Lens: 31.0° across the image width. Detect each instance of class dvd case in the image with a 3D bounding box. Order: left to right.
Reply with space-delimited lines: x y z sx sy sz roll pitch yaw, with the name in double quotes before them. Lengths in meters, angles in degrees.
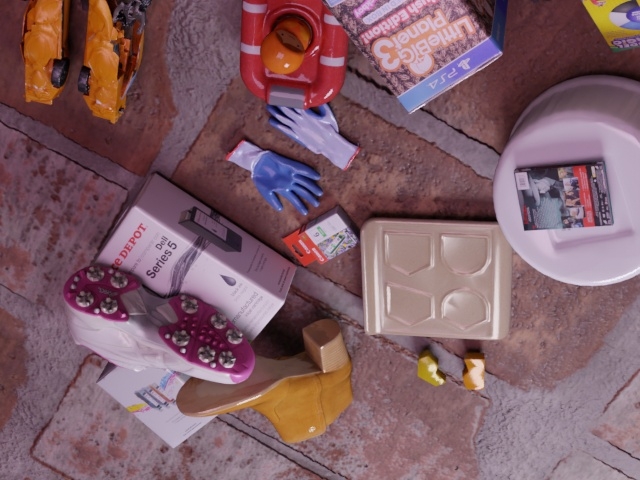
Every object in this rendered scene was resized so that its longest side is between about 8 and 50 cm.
"dvd case" 0.316 -0.057 1.501 0.119 0.013 0.087 -5 109 27

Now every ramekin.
"ramekin" 0.367 -0.073 1.557 0.277 0.135 0.277 11 116 22

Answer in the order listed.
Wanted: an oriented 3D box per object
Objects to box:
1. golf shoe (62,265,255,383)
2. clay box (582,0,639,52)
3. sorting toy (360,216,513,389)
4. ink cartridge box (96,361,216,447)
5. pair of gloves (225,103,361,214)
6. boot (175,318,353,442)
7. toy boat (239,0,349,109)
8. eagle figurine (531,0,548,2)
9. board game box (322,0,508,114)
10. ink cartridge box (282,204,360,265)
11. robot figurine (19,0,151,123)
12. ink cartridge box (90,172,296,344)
"golf shoe" -0.246 0.148 1.747 0.306 0.115 0.140 25 135 4
"clay box" 0.401 -0.298 1.424 0.127 0.053 0.222 -8 159 27
"sorting toy" 0.181 0.097 1.800 0.229 0.041 0.307 0 121 6
"ink cartridge box" -0.251 0.222 1.906 0.176 0.128 0.127 44 119 -14
"pair of gloves" -0.038 -0.132 1.713 0.159 0.023 0.198 35 122 -11
"boot" -0.075 0.258 1.825 0.295 0.104 0.211 -24 136 -18
"toy boat" -0.041 -0.273 1.551 0.151 0.151 0.231 8 122 6
"eagle figurine" 0.282 -0.427 1.376 0.225 0.226 0.298 -33 106 5
"board game box" 0.093 -0.347 1.433 0.141 0.232 0.291 -31 111 26
"ink cartridge box" 0.000 0.000 1.779 0.115 0.029 0.063 -30 111 25
"robot figurine" -0.337 -0.318 1.625 0.211 0.085 0.291 14 123 2
"ink cartridge box" -0.208 0.056 1.804 0.273 0.114 0.198 33 122 -9
